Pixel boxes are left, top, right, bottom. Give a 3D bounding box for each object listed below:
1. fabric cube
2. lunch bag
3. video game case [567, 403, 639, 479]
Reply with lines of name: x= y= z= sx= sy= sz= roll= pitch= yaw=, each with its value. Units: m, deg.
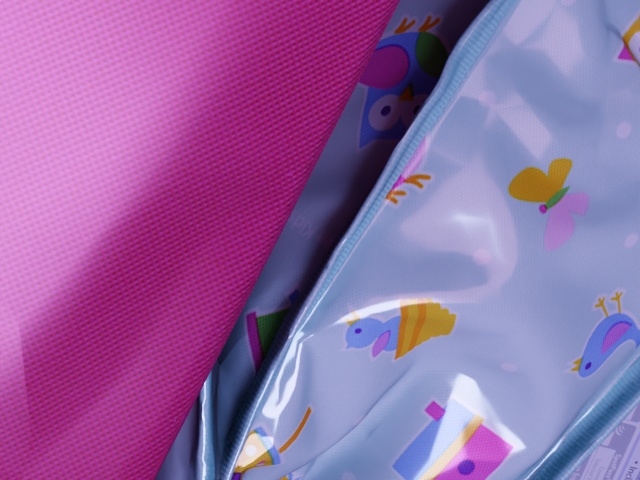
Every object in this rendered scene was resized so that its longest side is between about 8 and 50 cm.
fabric cube: x=-0.142 y=-0.106 z=0.529 sx=0.254 sy=0.259 sz=0.258 roll=21 pitch=102 yaw=-30
lunch bag: x=0.000 y=0.000 z=0.654 sx=0.160 sy=0.223 sz=0.262 roll=35 pitch=92 yaw=-31
video game case: x=0.151 y=0.038 z=0.832 sx=0.244 sy=0.061 sz=0.269 roll=17 pitch=104 yaw=-27
